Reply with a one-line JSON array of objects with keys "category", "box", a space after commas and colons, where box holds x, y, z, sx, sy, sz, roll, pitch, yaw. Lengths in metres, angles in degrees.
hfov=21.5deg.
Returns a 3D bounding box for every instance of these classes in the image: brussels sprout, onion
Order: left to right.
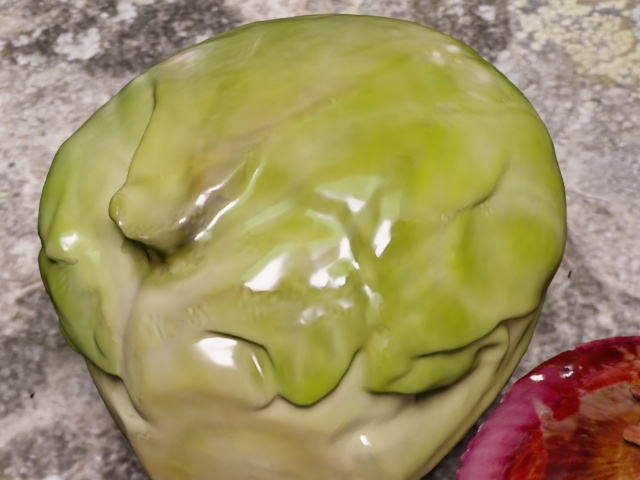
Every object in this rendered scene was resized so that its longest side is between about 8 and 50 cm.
[{"category": "brussels sprout", "box": [0.000, 0.000, 0.989, 0.328, 0.247, 0.328, -14, 40, 12]}, {"category": "onion", "box": [0.184, 0.144, 0.903, 0.230, 0.163, 0.230, -5, 62, 9]}]
